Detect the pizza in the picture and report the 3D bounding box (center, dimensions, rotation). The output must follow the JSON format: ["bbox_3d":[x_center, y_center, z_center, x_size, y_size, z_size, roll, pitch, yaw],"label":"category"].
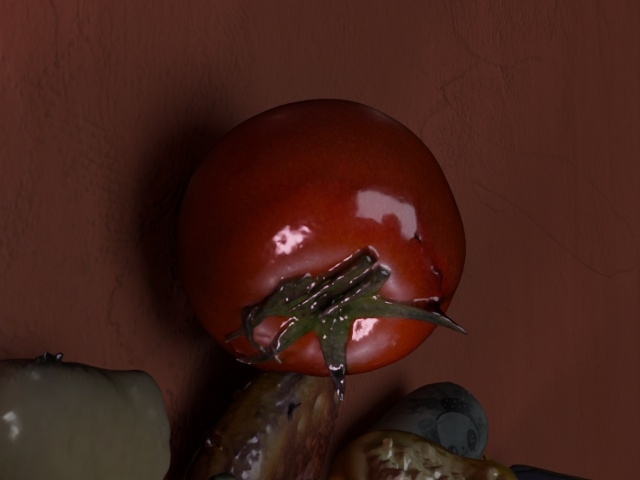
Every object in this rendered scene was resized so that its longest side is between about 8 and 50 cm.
[{"bbox_3d":[-0.058,0.191,1.521,0.305,0.086,0.161,-55,150,-51],"label":"pizza"}]

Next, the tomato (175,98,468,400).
[{"bbox_3d":[0.000,0.000,1.449,0.224,0.256,0.255,-92,163,-48],"label":"tomato"}]

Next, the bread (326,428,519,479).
[{"bbox_3d":[0.060,0.319,1.519,0.211,0.270,0.315,36,22,-12],"label":"bread"}]

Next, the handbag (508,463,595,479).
[{"bbox_3d":[0.288,0.442,2.027,0.241,0.222,0.263,72,33,-41],"label":"handbag"}]

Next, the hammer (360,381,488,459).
[{"bbox_3d":[0.104,0.320,1.827,0.202,0.113,0.305,-30,127,-53],"label":"hammer"}]

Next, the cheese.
[{"bbox_3d":[-0.226,0.214,1.201,0.326,0.115,0.318,-63,143,-39],"label":"cheese"}]

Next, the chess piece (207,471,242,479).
[{"bbox_3d":[-0.109,0.321,1.349,0.243,0.133,0.133,-53,151,10],"label":"chess piece"}]
